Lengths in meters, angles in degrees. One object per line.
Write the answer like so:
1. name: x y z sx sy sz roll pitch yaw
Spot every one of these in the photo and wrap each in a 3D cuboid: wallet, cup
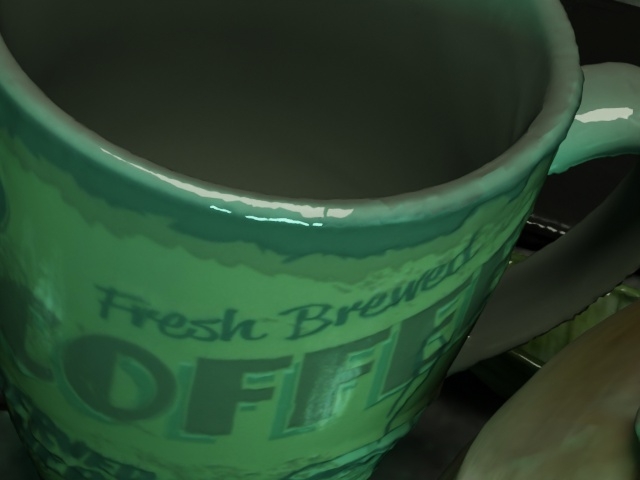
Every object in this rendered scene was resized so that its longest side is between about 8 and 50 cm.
1. wallet: 0.150 -0.077 0.999 0.124 0.025 0.244 14 41 -1
2. cup: 0.000 0.000 0.698 0.301 0.257 0.227 -2 46 -16

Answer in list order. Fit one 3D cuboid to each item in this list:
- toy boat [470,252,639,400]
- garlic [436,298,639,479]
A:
1. toy boat: 0.178 0.066 0.827 0.293 0.055 0.093 17 42 2
2. garlic: 0.130 0.091 0.621 0.132 0.279 0.325 44 65 9
